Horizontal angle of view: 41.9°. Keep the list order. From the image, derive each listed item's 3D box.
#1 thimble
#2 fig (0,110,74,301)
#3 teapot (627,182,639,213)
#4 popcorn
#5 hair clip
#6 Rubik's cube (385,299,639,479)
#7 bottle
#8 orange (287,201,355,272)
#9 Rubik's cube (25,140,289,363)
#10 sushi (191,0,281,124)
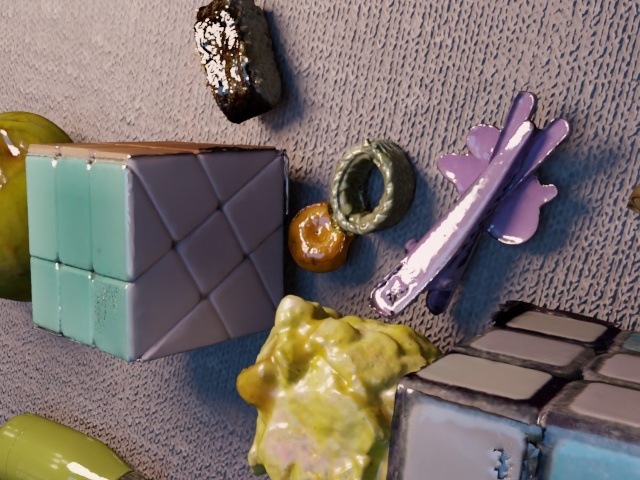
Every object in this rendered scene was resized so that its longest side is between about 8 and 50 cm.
[{"bbox_3d":[0.059,-0.063,0.953,0.084,0.062,0.110,13,103,28],"label":"thimble"},{"bbox_3d":[-0.422,-0.038,1.144,0.239,0.239,0.271,-4,122,30],"label":"fig"},{"bbox_3d":[0.350,-0.028,0.805,0.110,0.085,0.080,39,91,-10],"label":"teapot"},{"bbox_3d":[0.036,0.182,0.912,0.259,0.212,0.259,-3,84,29],"label":"popcorn"},{"bbox_3d":[0.157,-0.030,0.896,0.278,0.090,0.137,-52,58,16],"label":"hair clip"},{"bbox_3d":[0.264,0.276,0.704,0.363,0.362,0.359,12,98,27],"label":"Rubik's cube"},{"bbox_3d":[-0.356,0.337,1.209,0.260,0.112,0.112,13,102,28],"label":"bottle"},{"bbox_3d":[0.000,0.000,0.994,0.086,0.062,0.086,-5,68,12],"label":"orange"},{"bbox_3d":[-0.192,0.000,0.987,0.224,0.221,0.231,10,103,43],"label":"Rubik's cube"},{"bbox_3d":[-0.100,-0.220,1.010,0.078,0.090,0.150,-19,85,26],"label":"sushi"}]
